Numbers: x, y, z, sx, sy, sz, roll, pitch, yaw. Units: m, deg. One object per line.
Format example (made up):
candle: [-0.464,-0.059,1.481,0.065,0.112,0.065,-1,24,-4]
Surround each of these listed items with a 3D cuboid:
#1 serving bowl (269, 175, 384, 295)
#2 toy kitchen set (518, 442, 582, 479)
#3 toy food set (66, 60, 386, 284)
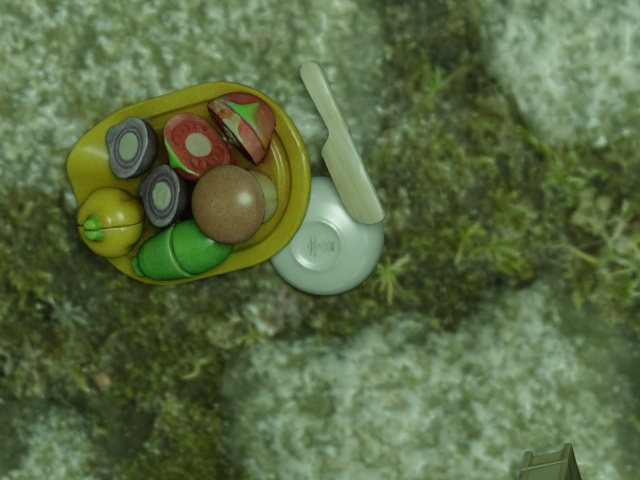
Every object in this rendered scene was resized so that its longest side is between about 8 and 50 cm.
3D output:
serving bowl: [0.000,0.000,1.152,0.083,0.027,0.083,3,106,10]
toy kitchen set: [0.144,0.194,1.149,0.068,0.075,0.083,-15,102,17]
toy food set: [-0.082,-0.038,1.121,0.218,0.071,0.128,-16,93,25]
